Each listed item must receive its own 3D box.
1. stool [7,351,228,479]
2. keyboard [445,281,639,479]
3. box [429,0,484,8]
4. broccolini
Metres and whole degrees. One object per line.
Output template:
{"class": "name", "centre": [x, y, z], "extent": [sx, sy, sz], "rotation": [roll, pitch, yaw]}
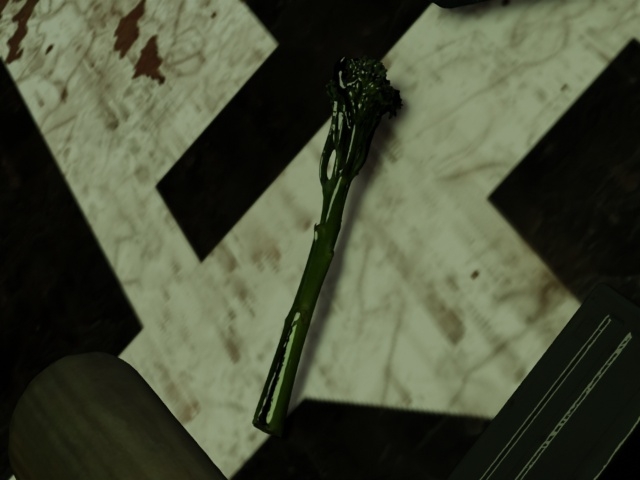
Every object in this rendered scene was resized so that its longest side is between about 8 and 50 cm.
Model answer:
{"class": "stool", "centre": [-0.020, 0.227, 0.599], "extent": [0.226, 0.310, 0.310], "rotation": [20, 75, 54]}
{"class": "keyboard", "centre": [0.086, 0.094, 0.813], "extent": [0.381, 0.041, 0.103], "rotation": [-58, 22, 6]}
{"class": "box", "centre": [0.147, -0.205, 0.980], "extent": [0.230, 0.050, 0.160], "rotation": [-5, 59, 48]}
{"class": "broccolini", "centre": [-0.001, 0.000, 1.004], "extent": [0.042, 0.044, 0.218], "rotation": [5, 70, 34]}
